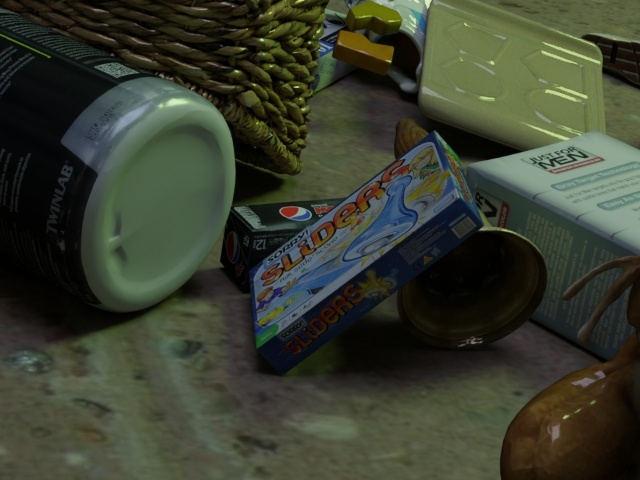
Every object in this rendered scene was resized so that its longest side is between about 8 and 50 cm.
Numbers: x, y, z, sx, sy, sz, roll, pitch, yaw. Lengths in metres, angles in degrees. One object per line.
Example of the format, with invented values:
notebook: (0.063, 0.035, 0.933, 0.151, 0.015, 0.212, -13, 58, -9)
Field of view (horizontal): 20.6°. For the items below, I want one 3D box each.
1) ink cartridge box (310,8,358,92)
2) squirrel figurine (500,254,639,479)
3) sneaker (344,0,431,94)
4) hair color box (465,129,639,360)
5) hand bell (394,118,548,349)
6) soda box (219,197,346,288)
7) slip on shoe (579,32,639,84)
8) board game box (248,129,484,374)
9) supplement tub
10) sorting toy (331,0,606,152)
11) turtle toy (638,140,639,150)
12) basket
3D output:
ink cartridge box: (-0.018, -0.216, 2.011, 0.097, 0.046, 0.207, 19, 27, 21)
squirrel figurine: (0.273, 0.093, 1.064, 0.397, 0.370, 0.281, -14, 33, -39)
sneaker: (0.072, -0.265, 2.004, 0.229, 0.087, 0.092, 51, 40, 11)
hair color box: (0.312, 0.035, 1.505, 0.185, 0.114, 0.374, -16, 35, -42)
hand bell: (0.101, -0.033, 1.511, 0.126, 0.126, 0.242, 1, 38, -14)
soda box: (0.000, 0.000, 1.544, 0.169, 0.060, 0.053, -4, 29, -28)
slip on shoe: (0.377, -0.220, 2.146, 0.135, 0.051, 0.041, 22, 16, 39)
board game box: (0.032, 0.008, 1.413, 0.035, 0.201, 0.136, 48, 13, -23)
supplement tub: (-0.242, -0.081, 1.485, 0.316, 0.194, 0.193, 26, 31, 32)
sorting toy: (0.164, -0.186, 1.916, 0.307, 0.041, 0.229, 19, 38, -6)
turtle toy: (0.379, -0.080, 1.820, 0.095, 0.066, 0.130, -10, 18, 19)
basket: (-0.166, -0.171, 1.655, 0.299, 0.223, 0.213, 19, 24, 19)
